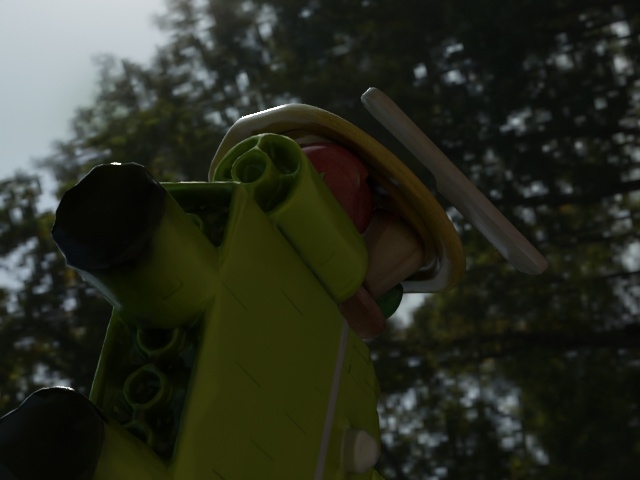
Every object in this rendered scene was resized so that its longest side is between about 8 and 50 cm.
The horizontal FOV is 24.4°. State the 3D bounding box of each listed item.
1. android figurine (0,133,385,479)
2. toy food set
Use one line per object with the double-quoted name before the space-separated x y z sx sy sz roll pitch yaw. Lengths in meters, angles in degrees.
"android figurine" -0.030 0.090 0.583 0.273 0.056 0.248 54 -139 -53
"toy food set" 0.000 0.000 0.742 0.128 0.218 0.071 48 -110 -14
